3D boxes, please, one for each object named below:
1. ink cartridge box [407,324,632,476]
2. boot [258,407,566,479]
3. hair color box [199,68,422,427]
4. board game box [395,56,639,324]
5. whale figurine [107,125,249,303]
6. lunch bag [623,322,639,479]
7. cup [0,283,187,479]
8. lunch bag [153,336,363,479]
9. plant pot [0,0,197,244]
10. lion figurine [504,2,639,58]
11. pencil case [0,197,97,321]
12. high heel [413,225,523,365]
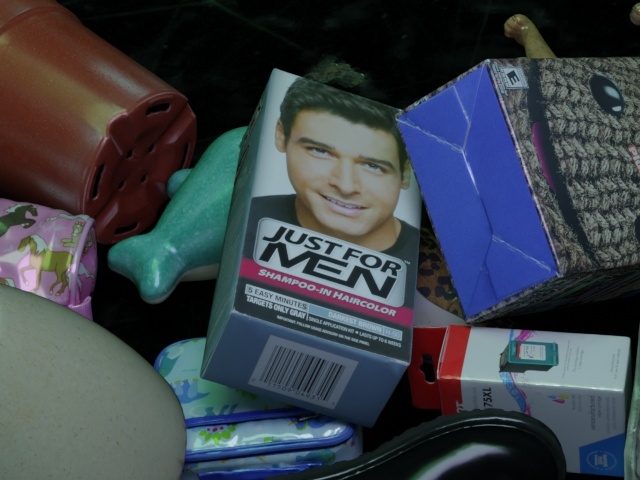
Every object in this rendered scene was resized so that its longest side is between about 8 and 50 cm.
[{"bbox_3d":[0.194,0.159,1.849,0.231,0.134,0.078,3,44,14],"label":"ink cartridge box"},{"bbox_3d":[0.075,0.292,1.677,0.348,0.131,0.260,-19,19,3],"label":"boot"},{"bbox_3d":[0.000,0.000,1.917,0.185,0.114,0.374,17,42,-10],"label":"hair color box"},{"bbox_3d":[0.253,-0.058,1.907,0.291,0.141,0.232,-7,74,-45],"label":"board game box"},{"bbox_3d":[-0.115,-0.035,2.111,0.272,0.141,0.216,-28,46,-22],"label":"whale figurine"},{"bbox_3d":[0.423,0.162,1.747,0.235,0.169,0.287,17,55,-6],"label":"lunch bag"},{"bbox_3d":[-0.329,0.173,1.793,0.331,0.237,0.331,-16,44,16],"label":"cup"},{"bbox_3d":[-0.064,0.177,1.912,0.219,0.090,0.176,-5,45,6],"label":"lunch bag"},{"bbox_3d":[-0.309,-0.141,2.192,0.265,0.272,0.272,29,54,26],"label":"plant pot"},{"bbox_3d":[0.351,-0.158,2.172,0.392,0.142,0.240,-12,49,-9],"label":"lion figurine"},{"bbox_3d":[-0.434,0.018,2.039,0.386,0.160,0.167,9,70,-3],"label":"pencil case"},{"bbox_3d":[0.166,0.075,2.013,0.186,0.093,0.261,16,30,-5],"label":"high heel"}]
